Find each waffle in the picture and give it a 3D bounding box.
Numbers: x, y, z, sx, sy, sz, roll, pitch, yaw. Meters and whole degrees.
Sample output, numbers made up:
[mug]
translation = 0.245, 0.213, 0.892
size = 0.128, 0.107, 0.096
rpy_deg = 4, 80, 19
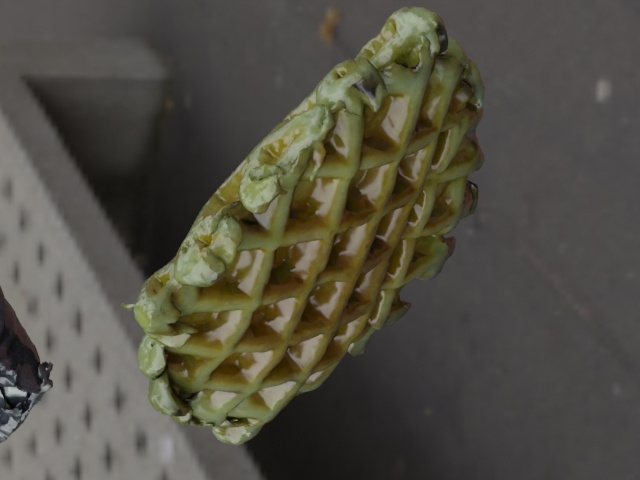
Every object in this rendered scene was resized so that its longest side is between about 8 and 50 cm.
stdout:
[waffle]
translation = 0.000, 0.000, 0.894
size = 0.054, 0.214, 0.208
rpy_deg = 40, 171, 26

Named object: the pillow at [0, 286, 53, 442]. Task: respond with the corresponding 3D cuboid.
[pillow]
translation = -0.259, -0.021, 0.823
size = 0.092, 0.335, 0.161
rpy_deg = -56, 18, -9
